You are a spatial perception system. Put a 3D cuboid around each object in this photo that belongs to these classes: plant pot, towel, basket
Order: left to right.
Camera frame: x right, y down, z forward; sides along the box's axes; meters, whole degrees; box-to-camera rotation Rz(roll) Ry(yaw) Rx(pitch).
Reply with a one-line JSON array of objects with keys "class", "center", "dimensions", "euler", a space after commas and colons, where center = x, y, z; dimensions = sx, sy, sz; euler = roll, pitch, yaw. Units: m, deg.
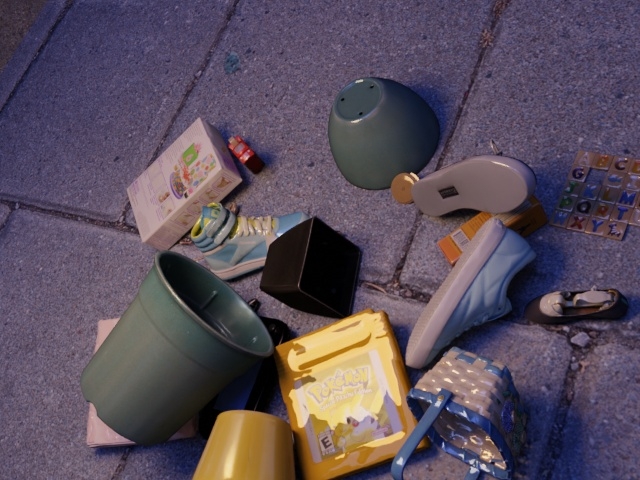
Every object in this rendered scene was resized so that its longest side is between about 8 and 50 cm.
[{"class": "towel", "center": [-0.447, 0.349, 1.823], "dimensions": [0.317, 0.053, 0.331], "euler": [-9, 66, 18]}, {"class": "plant pot", "center": [-0.338, 0.259, 1.618], "dimensions": [0.334, 0.341, 0.341], "euler": [-49, 50, 8]}, {"class": "plant pot", "center": [-0.155, 0.493, 1.483], "dimensions": [0.254, 0.254, 0.239], "euler": [-9, 54, 25]}, {"class": "plant pot", "center": [-0.037, 0.076, 1.712], "dimensions": [0.167, 0.188, 0.187], "euler": [-11, 57, 38]}, {"class": "plant pot", "center": [0.134, -0.302, 1.820], "dimensions": [0.290, 0.195, 0.290], "euler": [-14, 56, 22]}, {"class": "basket", "center": [0.253, 0.363, 1.320], "dimensions": [0.201, 0.254, 0.289], "euler": [20, 64, 44]}]

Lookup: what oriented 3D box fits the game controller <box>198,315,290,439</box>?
[{"class": "game controller", "center": [-0.183, 0.332, 1.709], "dimensions": [0.166, 0.067, 0.319], "euler": [8, 66, 33]}]

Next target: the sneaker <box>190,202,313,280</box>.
[{"class": "sneaker", "center": [-0.188, -0.032, 1.827], "dimensions": [0.319, 0.208, 0.127], "euler": [-25, 35, 15]}]

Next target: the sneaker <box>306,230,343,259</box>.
[{"class": "sneaker", "center": [0.000, 0.000, 1.820], "dimensions": [0.119, 0.047, 0.057], "euler": [-27, 41, 12]}]

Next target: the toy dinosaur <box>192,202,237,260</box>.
[{"class": "toy dinosaur", "center": [-0.266, -0.007, 1.974], "dimensions": [0.112, 0.064, 0.211], "euler": [1, 52, 50]}]

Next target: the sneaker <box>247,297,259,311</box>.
[{"class": "sneaker", "center": [-0.204, 0.184, 1.826], "dimensions": [0.109, 0.040, 0.044], "euler": [-44, 48, 0]}]

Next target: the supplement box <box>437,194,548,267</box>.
[{"class": "supplement box", "center": [0.382, -0.019, 1.586], "dimensions": [0.233, 0.078, 0.080], "euler": [-33, 48, 8]}]

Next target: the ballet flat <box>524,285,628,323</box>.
[{"class": "ballet flat", "center": [0.506, 0.125, 1.434], "dimensions": [0.203, 0.074, 0.074], "euler": [-5, 60, 28]}]

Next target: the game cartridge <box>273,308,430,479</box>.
[{"class": "game cartridge", "center": [0.055, 0.335, 1.550], "dimensions": [0.285, 0.053, 0.323], "euler": [-25, 64, 15]}]

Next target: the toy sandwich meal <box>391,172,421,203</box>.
[{"class": "toy sandwich meal", "center": [0.214, -0.132, 1.775], "dimensions": [0.086, 0.029, 0.085], "euler": [6, 100, 35]}]

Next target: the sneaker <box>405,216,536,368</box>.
[{"class": "sneaker", "center": [0.319, 0.140, 1.498], "dimensions": [0.150, 0.135, 0.366], "euler": [33, 102, 1]}]

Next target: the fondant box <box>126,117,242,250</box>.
[{"class": "fondant box", "center": [-0.402, -0.161, 2.076], "dimensions": [0.330, 0.096, 0.238], "euler": [-41, 50, 17]}]

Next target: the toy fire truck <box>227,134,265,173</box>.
[{"class": "toy fire truck", "center": [-0.221, -0.254, 2.034], "dimensions": [0.047, 0.192, 0.135], "euler": [-44, 79, 1]}]

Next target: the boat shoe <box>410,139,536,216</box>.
[{"class": "boat shoe", "center": [0.363, -0.137, 1.577], "dimensions": [0.156, 0.135, 0.367], "euler": [-35, 9, -24]}]

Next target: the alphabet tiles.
[{"class": "alphabet tiles", "center": [0.636, -0.093, 1.528], "dimensions": [0.237, 0.009, 0.198], "euler": [16, 71, 36]}]
